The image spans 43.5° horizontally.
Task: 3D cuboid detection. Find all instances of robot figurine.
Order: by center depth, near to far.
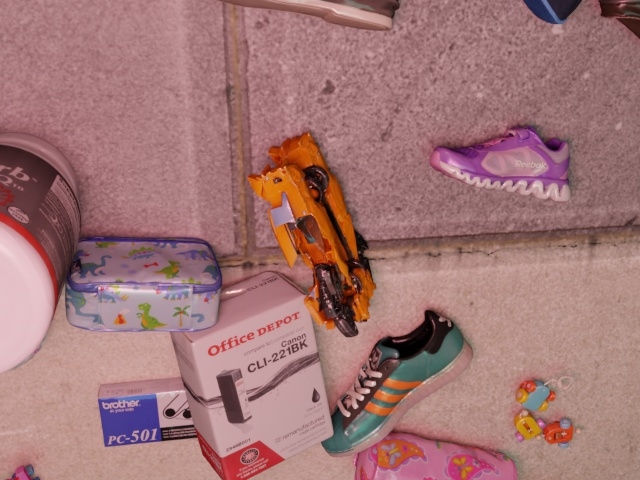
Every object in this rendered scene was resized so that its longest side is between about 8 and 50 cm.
[{"bbox_3d":[0.000,0.000,1.178,0.085,0.211,0.291,-14,112,22],"label":"robot figurine"}]

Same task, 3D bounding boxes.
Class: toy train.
[{"bbox_3d":[0.404,0.305,1.447,0.125,0.046,0.166,-12,118,-5],"label":"toy train"}]

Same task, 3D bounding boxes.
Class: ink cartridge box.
[{"bbox_3d":[-0.106,0.213,1.256,0.197,0.114,0.272,-22,116,-24],"label":"ink cartridge box"},{"bbox_3d":[-0.257,0.281,1.332,0.207,0.046,0.097,-4,113,-7],"label":"ink cartridge box"}]

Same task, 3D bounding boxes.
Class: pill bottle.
[{"bbox_3d":[-0.417,-0.003,1.009,0.210,0.363,0.210,-3,114,-8],"label":"pill bottle"}]

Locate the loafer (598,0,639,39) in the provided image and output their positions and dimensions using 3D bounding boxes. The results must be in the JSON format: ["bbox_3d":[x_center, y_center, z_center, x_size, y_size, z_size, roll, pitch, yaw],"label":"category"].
[{"bbox_3d":[0.503,-0.309,1.174,0.220,0.080,0.078,10,111,-13],"label":"loafer"}]

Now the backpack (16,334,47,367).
[{"bbox_3d":[-0.492,0.109,1.184,0.152,0.115,0.182,-45,115,9],"label":"backpack"}]

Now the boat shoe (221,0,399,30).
[{"bbox_3d":[-0.052,-0.356,1.062,0.335,0.112,0.095,8,94,-18],"label":"boat shoe"}]

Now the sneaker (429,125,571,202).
[{"bbox_3d":[0.280,-0.127,1.219,0.237,0.095,0.104,7,105,-17],"label":"sneaker"}]

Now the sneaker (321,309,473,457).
[{"bbox_3d":[0.103,0.231,1.339,0.302,0.108,0.121,-39,113,0],"label":"sneaker"}]

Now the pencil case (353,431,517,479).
[{"bbox_3d":[0.203,0.412,1.423,0.284,0.124,0.124,13,111,-15],"label":"pencil case"}]

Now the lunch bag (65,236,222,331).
[{"bbox_3d":[-0.258,0.057,1.164,0.219,0.176,0.090,2,113,-14],"label":"lunch bag"}]

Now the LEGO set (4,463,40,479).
[{"bbox_3d":[-0.497,0.472,1.352,0.093,0.087,0.227,-25,116,-14],"label":"LEGO set"}]

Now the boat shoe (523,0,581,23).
[{"bbox_3d":[0.280,-0.415,1.097,0.089,0.109,0.258,-44,129,3],"label":"boat shoe"}]
